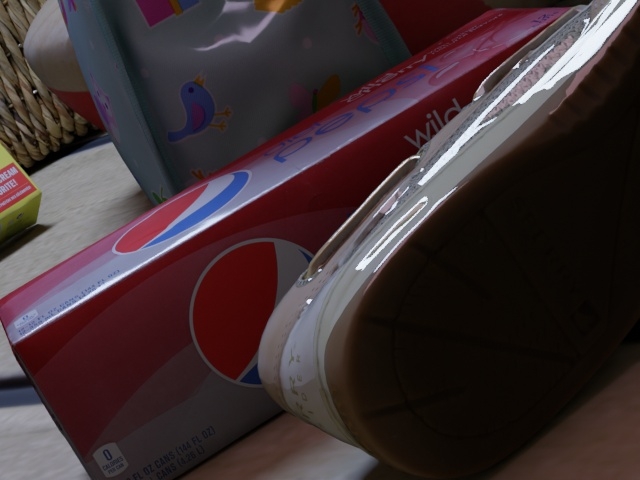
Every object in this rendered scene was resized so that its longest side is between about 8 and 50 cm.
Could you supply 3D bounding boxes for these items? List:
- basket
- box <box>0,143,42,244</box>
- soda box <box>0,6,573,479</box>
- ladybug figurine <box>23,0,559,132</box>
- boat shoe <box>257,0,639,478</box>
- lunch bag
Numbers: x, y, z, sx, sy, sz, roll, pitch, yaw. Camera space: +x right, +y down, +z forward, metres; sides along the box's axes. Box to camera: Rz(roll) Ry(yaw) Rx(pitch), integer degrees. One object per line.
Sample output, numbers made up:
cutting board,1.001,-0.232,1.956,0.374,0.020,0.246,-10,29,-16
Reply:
basket,-0.360,-0.205,1.585,0.223,0.299,0.213,-30,15,-4
box,-0.321,-0.087,1.270,0.087,0.232,0.058,-35,-12,-27
soda box,0.000,0.000,0.684,0.263,0.083,0.092,-32,15,-9
ladybug figurine,-0.002,-0.175,1.108,0.449,0.162,0.305,-20,17,29
boat shoe,0.104,-0.035,0.577,0.302,0.109,0.098,-40,19,-19
lunch bag,-0.053,-0.120,0.827,0.160,0.262,0.223,-30,14,-3
